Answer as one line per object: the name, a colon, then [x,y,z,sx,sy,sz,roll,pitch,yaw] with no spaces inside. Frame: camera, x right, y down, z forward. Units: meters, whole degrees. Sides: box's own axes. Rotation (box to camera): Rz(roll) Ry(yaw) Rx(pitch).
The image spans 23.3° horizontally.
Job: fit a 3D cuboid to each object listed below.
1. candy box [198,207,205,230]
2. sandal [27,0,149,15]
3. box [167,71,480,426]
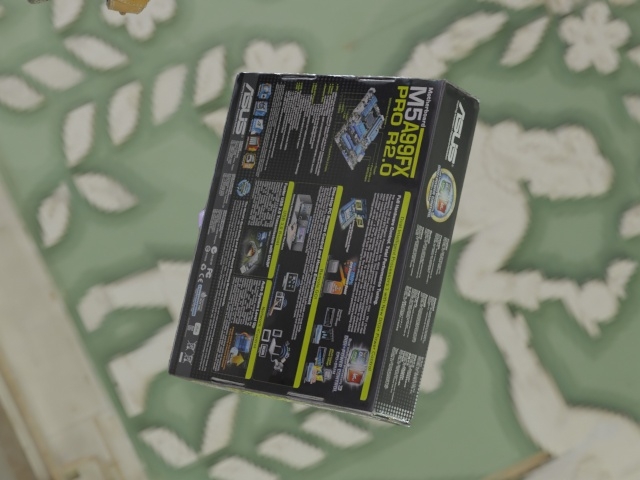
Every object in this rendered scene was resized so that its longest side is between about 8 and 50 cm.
candy box: [-0.035,-0.030,1.523,0.070,0.196,0.165,33,26,-24]
sandal: [-0.134,-0.195,1.133,0.060,0.090,0.219,53,23,8]
box: [0.000,0.000,1.262,0.060,0.216,0.270,23,77,-52]
